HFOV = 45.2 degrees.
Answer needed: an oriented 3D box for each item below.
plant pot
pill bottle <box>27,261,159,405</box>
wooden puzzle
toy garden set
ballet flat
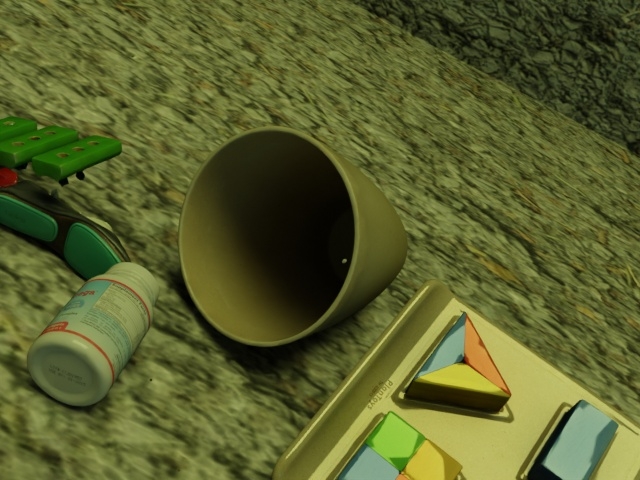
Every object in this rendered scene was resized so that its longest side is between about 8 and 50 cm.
[{"bbox_3d":[0.000,0.000,1.006,0.256,0.256,0.274,45,19,24],"label":"plant pot"},{"bbox_3d":[-0.230,0.091,0.809,0.087,0.087,0.160,27,31,-3],"label":"pill bottle"},{"bbox_3d":[0.175,0.237,0.804,0.347,0.080,0.322,38,61,11],"label":"wooden puzzle"},{"bbox_3d":[-0.397,-0.092,0.909,0.244,0.049,0.204,15,27,21],"label":"toy garden set"},{"bbox_3d":[-0.296,-0.013,0.924,0.203,0.074,0.074,30,32,5],"label":"ballet flat"}]
